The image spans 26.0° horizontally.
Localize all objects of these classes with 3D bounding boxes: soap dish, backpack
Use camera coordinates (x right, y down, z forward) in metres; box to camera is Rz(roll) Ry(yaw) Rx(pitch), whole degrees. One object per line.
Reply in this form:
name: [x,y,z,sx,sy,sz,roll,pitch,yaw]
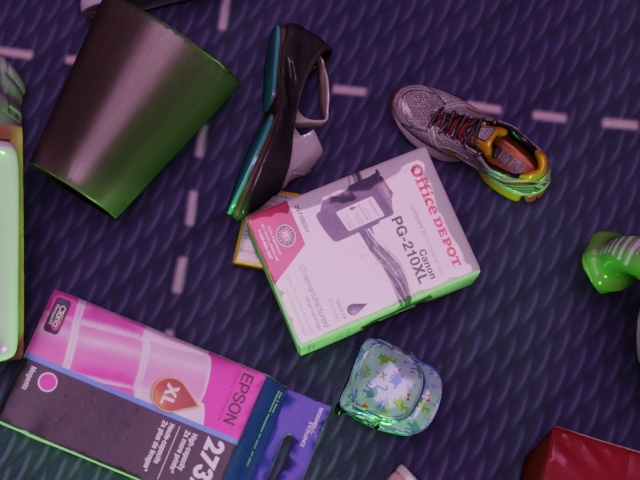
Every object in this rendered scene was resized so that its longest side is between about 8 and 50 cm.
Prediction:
soap dish: [-0.464,0.007,1.612,0.229,0.118,0.290,-5,106,-28]
backpack: [0.089,0.181,1.673,0.114,0.084,0.105,23,81,2]

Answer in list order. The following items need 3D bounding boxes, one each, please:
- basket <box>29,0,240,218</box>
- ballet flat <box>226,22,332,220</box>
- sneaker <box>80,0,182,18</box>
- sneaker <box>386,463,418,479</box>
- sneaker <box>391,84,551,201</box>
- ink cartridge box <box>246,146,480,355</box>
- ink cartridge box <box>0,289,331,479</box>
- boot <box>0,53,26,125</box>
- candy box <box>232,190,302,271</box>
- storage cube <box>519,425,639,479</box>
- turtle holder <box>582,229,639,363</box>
basket: [-0.246,-0.156,1.715,0.204,0.154,0.227,34,83,-3]
ballet flat: [-0.039,-0.145,1.731,0.096,0.095,0.280,17,69,-11]
sneaker: [-0.181,-0.400,1.789,0.293,0.108,0.169,-12,81,-2]
sneaker: [0.118,0.339,1.656,0.070,0.051,0.134,-42,78,-7]
sneaker: [0.194,-0.135,1.739,0.225,0.093,0.088,28,79,6]
ink cartridge box: [0.051,0.012,1.673,0.237,0.100,0.172,-22,80,-5]
ink cartridge box: [-0.188,0.209,1.679,0.371,0.069,0.175,22,78,2]
boot: [-0.451,-0.191,1.677,0.095,0.258,0.123,-3,70,22]
candy box: [0.000,0.000,1.741,0.206,0.027,0.105,11,75,2]
storage cube: [0.311,0.344,1.578,0.184,0.215,0.193,16,71,4]
turtle holder: [0.462,0.117,1.616,0.320,0.227,0.243,7,79,2]
